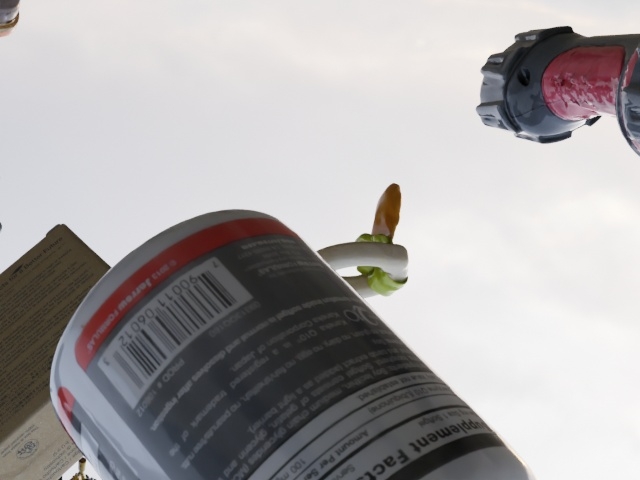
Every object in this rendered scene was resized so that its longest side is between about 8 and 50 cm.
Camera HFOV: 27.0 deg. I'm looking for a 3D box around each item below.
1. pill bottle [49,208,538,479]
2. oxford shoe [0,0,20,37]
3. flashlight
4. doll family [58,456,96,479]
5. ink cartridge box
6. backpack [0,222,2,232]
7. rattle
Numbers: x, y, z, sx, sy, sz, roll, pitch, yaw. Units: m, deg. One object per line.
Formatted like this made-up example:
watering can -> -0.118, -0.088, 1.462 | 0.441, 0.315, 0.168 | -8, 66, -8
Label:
pill bottle -> 0.007, 0.163, 0.837 | 0.210, 0.210, 0.363 | -7, -136, -47
oxford shoe -> -0.388, -0.383, 1.401 | 0.130, 0.363, 0.133 | -7, 157, -44
flashlight -> 0.187, -0.093, 0.854 | 0.103, 0.103, 0.304 | 14, -178, -18
doll family -> -0.312, 0.335, 1.628 | 0.076, 0.192, 0.111 | 14, -173, 0
ink cartridge box -> -0.272, 0.121, 1.267 | 0.235, 0.088, 0.193 | -42, -135, -12
backpack -> -0.539, -0.070, 1.666 | 0.225, 0.191, 0.253 | 17, -166, -45
rattle -> 0.000, 0.000, 1.555 | 0.200, 0.142, 0.130 | -3, 172, 1
